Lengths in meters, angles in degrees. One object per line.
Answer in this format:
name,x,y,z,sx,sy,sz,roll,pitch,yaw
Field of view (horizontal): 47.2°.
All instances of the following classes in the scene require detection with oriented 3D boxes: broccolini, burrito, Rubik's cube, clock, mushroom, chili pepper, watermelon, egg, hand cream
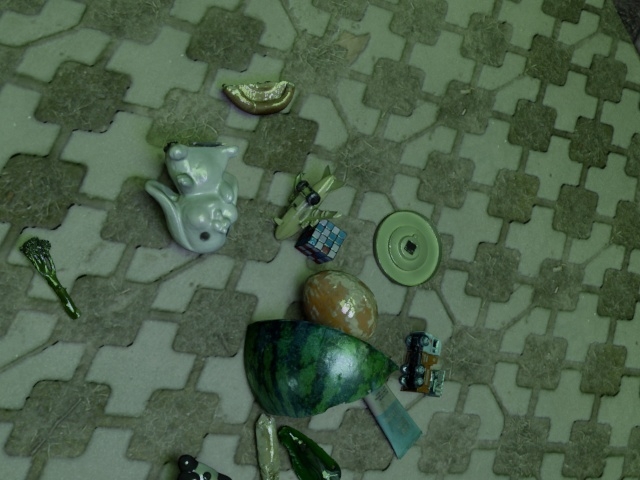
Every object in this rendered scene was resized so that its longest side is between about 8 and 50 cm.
broccolini,-0.628,0.087,1.738,0.067,0.058,0.216,-28,105,13
burrito,-0.135,0.541,1.897,0.058,0.045,0.188,-3,83,-27
Rubik's cube,0.000,0.000,2.035,0.092,0.092,0.092,35,67,-17
clock,0.265,0.023,2.200,0.235,0.029,0.234,5,79,-26
mushroom,-0.170,-0.395,2.032,0.210,0.072,0.094,-11,84,-24
chili pepper,-0.037,0.575,1.933,0.216,0.062,0.108,48,64,-9
watermelon,-0.023,0.352,1.867,0.319,0.292,0.222,35,63,-27
egg,0.051,0.180,1.974,0.233,0.195,0.194,39,66,-14
hand cream,0.179,0.467,2.059,0.111,0.070,0.312,-43,105,-29

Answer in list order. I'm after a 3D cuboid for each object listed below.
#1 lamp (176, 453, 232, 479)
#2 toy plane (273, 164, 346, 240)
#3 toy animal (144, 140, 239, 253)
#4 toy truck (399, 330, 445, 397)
lamp,-0.320,0.643,1.717,0.198,0.198,0.243,34,59,-18
toy plane,-0.040,-0.097,2.003,0.244,0.229,0.092,-42,134,2
toy animal,-0.321,-0.118,1.855,0.249,0.174,0.289,20,71,-35
toy truck,0.305,0.360,2.133,0.115,0.080,0.177,19,74,-28
